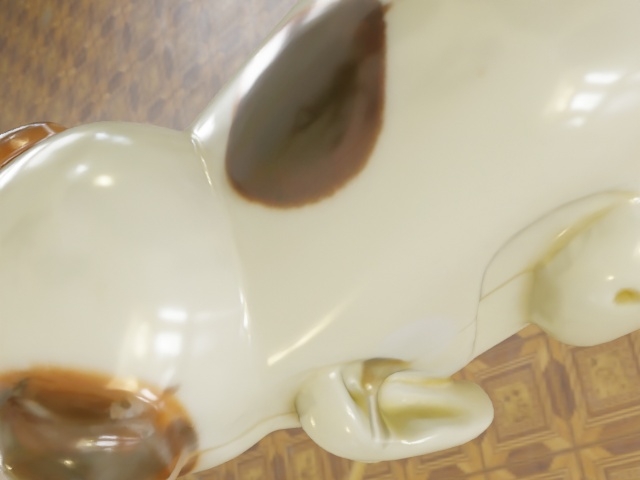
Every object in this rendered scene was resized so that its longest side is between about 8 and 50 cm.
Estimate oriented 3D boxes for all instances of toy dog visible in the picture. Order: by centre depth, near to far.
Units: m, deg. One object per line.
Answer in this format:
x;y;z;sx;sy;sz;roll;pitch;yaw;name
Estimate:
0.000;0.000;0.524;0.408;0.395;0.284;-25;68;3;toy dog
